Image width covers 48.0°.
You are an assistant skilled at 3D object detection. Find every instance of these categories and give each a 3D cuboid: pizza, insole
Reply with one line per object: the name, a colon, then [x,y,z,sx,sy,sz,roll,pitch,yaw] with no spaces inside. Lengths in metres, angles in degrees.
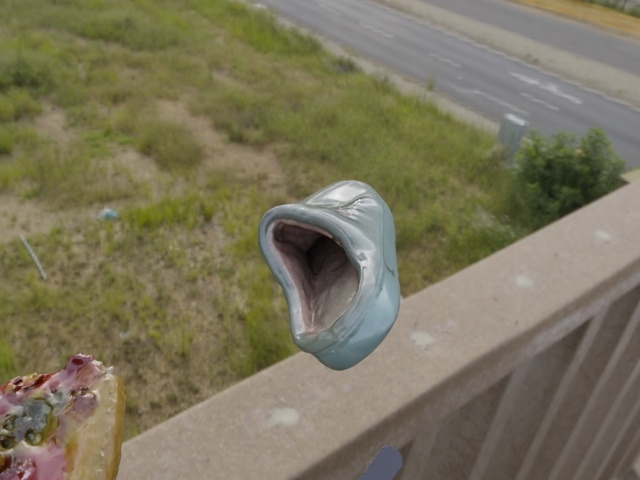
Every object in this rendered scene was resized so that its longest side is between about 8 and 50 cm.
pizza: [-0.430,0.289,0.727,0.406,0.130,0.440,13,61,8]
insole: [0.054,0.303,0.868,0.045,0.002,0.135,42,59,5]

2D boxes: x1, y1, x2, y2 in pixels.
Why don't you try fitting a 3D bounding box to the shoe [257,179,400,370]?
shoe: [0.000,0.000,0.465,0.078,0.079,0.195,43,19,-25]
